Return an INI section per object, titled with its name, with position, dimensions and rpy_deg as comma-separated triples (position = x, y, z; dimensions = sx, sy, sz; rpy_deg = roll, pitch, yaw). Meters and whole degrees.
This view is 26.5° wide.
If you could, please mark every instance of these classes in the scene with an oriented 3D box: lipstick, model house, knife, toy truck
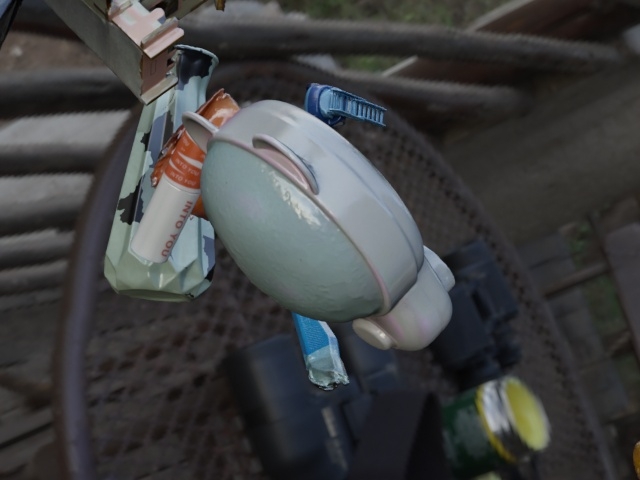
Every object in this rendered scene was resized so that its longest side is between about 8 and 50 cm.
[lipstick]
position = -0.128, -0.043, 1.221
dimensions = 0.038, 0.130, 0.038
rpy_deg = 24, 21, -10
[model house]
position = -0.201, -0.346, 1.468
dimensions = 0.244, 0.169, 0.326
rpy_deg = -38, 73, -23
[knife]
position = -0.014, 0.082, 1.604
dimensions = 0.026, 0.044, 0.296
rpy_deg = 59, 7, -36
[toy truck]
position = 0.034, -0.192, 2.009
dimensions = 0.136, 0.074, 0.063
rpy_deg = 12, 81, -53

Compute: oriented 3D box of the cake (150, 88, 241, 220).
[cake]
position = -0.144, -0.075, 1.589
dimensions = 0.098, 0.287, 0.135
rpy_deg = 36, 73, 2

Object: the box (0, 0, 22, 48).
[box]
position = -0.479, -0.260, 1.218
dimensions = 0.415, 0.264, 0.116
rpy_deg = 31, 60, -11

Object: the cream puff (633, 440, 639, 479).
[cream puff]
position = 0.233, 0.138, 0.736
dimensions = 0.094, 0.122, 0.116
rpy_deg = -125, -132, -87

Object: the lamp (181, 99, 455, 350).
[lamp]
position = -0.001, 0.003, 0.987
dimensions = 0.246, 0.108, 0.179
rpy_deg = 48, -11, -33

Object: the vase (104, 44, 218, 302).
[vase]
position = -0.219, -0.096, 1.977
dimensions = 0.165, 0.165, 0.360
rpy_deg = 20, 72, -52
